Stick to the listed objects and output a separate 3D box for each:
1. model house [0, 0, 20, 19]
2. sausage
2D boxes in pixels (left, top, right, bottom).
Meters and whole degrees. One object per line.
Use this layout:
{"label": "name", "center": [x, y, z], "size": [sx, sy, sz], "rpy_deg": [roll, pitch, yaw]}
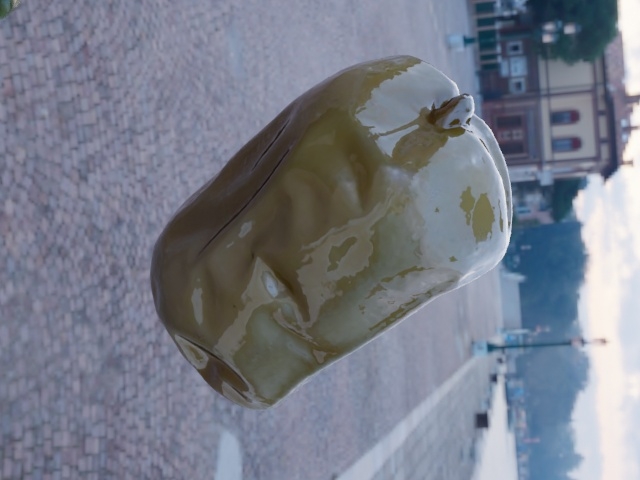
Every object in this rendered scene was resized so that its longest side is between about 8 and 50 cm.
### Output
{"label": "model house", "center": [-0.144, -0.191, 0.366], "size": [0.173, 0.239, 0.268], "rpy_deg": [-2, 102, -58]}
{"label": "sausage", "center": [0.000, 0.000, 0.510], "size": [0.120, 0.241, 0.136], "rpy_deg": [-28, 86, -51]}
